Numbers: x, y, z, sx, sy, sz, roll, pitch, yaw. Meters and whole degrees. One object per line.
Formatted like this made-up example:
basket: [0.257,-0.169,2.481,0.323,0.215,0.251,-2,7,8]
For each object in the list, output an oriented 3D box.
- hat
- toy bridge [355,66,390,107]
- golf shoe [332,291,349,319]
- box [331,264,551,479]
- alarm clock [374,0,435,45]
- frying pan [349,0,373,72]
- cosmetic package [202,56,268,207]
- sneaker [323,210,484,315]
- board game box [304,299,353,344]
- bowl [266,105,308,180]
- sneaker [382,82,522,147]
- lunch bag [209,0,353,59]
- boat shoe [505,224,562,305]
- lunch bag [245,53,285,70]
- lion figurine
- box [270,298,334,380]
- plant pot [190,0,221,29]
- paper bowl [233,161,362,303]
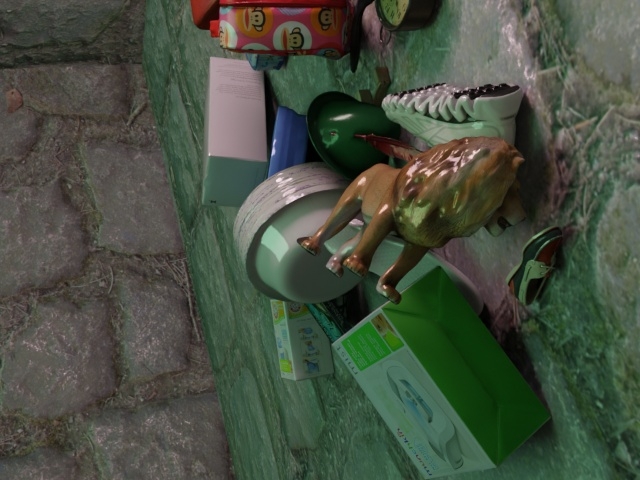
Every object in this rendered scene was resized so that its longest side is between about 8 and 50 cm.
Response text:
hat: [0.108,-0.204,1.247,0.183,0.208,0.173,-30,28,51]
toy bridge: [0.086,-0.256,1.403,0.188,0.026,0.063,136,122,-64]
golf shoe: [0.041,0.113,1.603,0.077,0.094,0.198,33,156,34]
box: [0.168,0.203,1.098,0.262,0.127,0.231,55,153,7]
alarm clock: [0.131,-0.389,1.185,0.192,0.064,0.129,119,139,-54]
frying pan: [0.068,-0.446,1.214,0.197,0.053,0.326,-27,-56,-71]
cosmetic package: [-0.231,-0.286,1.941,0.197,0.155,0.365,111,158,-53]
sneaker: [0.160,0.020,1.216,0.296,0.147,0.104,29,125,27]
board game box: [0.041,0.195,1.558,0.186,0.026,0.126,55,161,-8]
bowl: [-0.091,-0.105,1.677,0.391,0.077,0.391,-171,90,-85]
sneaker: [0.182,-0.168,1.082,0.292,0.110,0.118,-150,46,-64]
lunch bag: [-0.072,-0.393,1.350,0.293,0.258,0.120,-69,-21,-73]
boat shoe: [0.282,0.033,0.955,0.137,0.049,0.043,105,147,-51]
lunch bag: [-0.134,-0.541,1.794,0.219,0.090,0.176,107,148,-48]
lion figurine: [0.103,-0.049,1.036,0.240,0.142,0.392,-56,28,-6]
box: [-0.047,0.232,1.810,0.114,0.103,0.203,164,98,-69]
plant pot: [-0.113,-0.603,1.520,0.236,0.267,0.267,-23,75,56]
paper bowl: [-0.010,0.006,1.383,0.148,0.284,0.284,-120,30,-43]
